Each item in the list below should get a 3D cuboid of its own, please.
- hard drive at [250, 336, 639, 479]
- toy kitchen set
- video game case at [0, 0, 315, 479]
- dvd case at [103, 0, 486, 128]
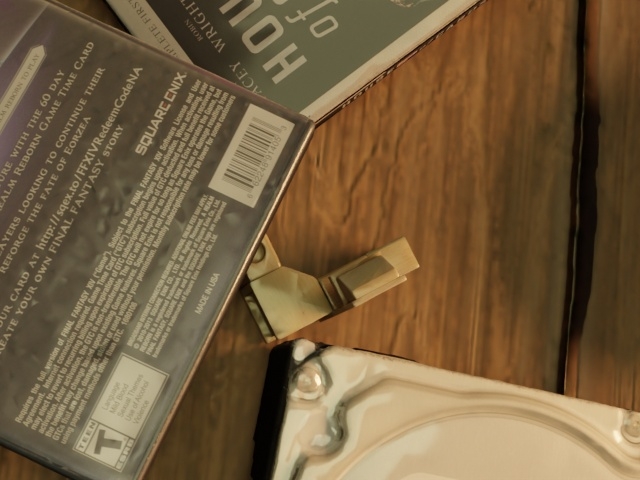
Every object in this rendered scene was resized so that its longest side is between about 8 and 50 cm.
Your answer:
[{"bbox_3d":[0.120,0.197,0.507,0.338,0.064,0.237,14,78,-12],"label":"hard drive"},{"bbox_3d":[0.000,0.000,0.505,0.083,0.068,0.075,-26,88,-17],"label":"toy kitchen set"},{"bbox_3d":[-0.166,-0.028,0.467,0.274,0.026,0.196,25,75,2],"label":"video game case"},{"bbox_3d":[0.000,-0.172,0.526,0.238,0.029,0.179,-37,90,-3],"label":"dvd case"}]
